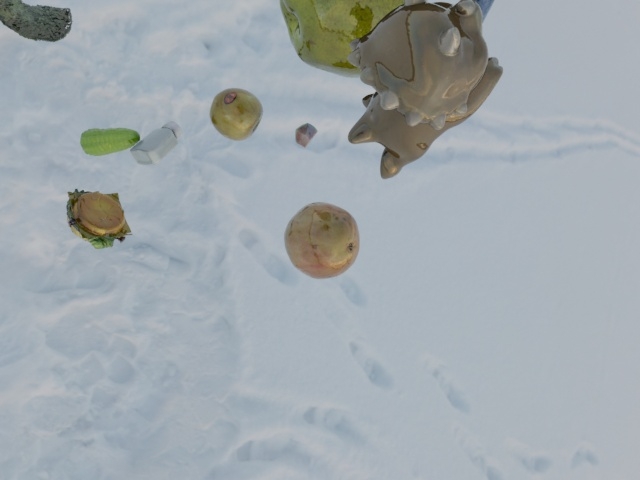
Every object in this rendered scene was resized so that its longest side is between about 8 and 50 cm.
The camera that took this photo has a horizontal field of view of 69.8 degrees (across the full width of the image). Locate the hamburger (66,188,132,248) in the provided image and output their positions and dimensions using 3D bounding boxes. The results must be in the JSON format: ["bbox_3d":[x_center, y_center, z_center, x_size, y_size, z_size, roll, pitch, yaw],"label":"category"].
[{"bbox_3d":[-0.610,-0.055,1.248,0.164,0.093,0.189,9,50,-46],"label":"hamburger"}]

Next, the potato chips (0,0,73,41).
[{"bbox_3d":[-0.838,-0.658,1.318,0.220,0.029,0.201,25,52,-20],"label":"potato chips"}]

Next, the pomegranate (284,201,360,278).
[{"bbox_3d":[0.000,0.001,1.099,0.191,0.191,0.191,12,73,-41],"label":"pomegranate"}]

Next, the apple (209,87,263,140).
[{"bbox_3d":[-0.278,-0.416,1.507,0.155,0.182,0.182,27,59,-6],"label":"apple"}]

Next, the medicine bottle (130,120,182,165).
[{"bbox_3d":[-0.555,-0.335,1.575,0.183,0.119,0.069,-60,143,-36],"label":"medicine bottle"}]

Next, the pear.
[{"bbox_3d":[0.068,-0.473,0.917,0.294,0.294,0.293,12,73,-41],"label":"pear"}]

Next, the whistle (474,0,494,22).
[{"bbox_3d":[0.344,-0.514,0.996,0.062,0.304,0.062,2,69,-5],"label":"whistle"}]

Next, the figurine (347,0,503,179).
[{"bbox_3d":[0.111,-0.211,0.624,0.173,0.247,0.177,-4,76,-40],"label":"figurine"}]

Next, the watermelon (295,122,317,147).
[{"bbox_3d":[-0.051,-0.412,1.811,0.093,0.084,0.072,-15,72,-12],"label":"watermelon"}]

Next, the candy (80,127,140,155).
[{"bbox_3d":[-0.722,-0.348,1.589,0.097,0.210,0.096,-5,90,-80],"label":"candy"}]
